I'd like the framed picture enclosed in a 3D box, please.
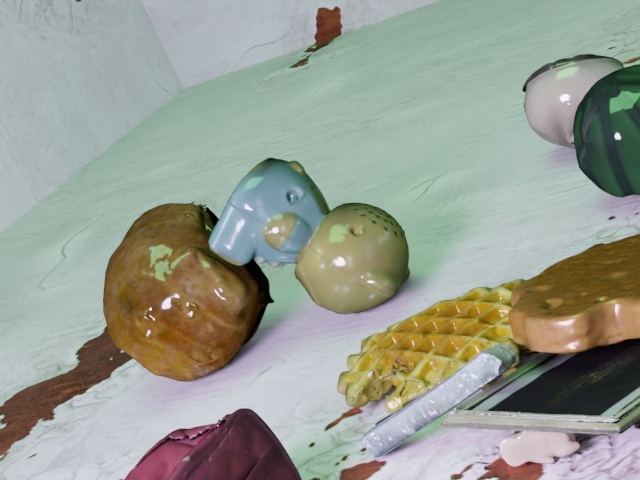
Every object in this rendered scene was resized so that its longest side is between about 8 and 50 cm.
[{"bbox_3d":[0.295,0.128,1.503,0.293,0.018,0.231,-25,12,-40],"label":"framed picture"}]

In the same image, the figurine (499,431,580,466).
[{"bbox_3d":[0.221,0.196,1.465,0.083,0.047,0.050,-17,3,21],"label":"figurine"}]

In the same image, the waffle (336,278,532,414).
[{"bbox_3d":[0.142,0.125,1.764,0.261,0.056,0.250,-24,17,13],"label":"waffle"}]

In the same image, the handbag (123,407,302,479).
[{"bbox_3d":[-0.125,0.282,1.520,0.135,0.146,0.225,-19,17,39],"label":"handbag"}]

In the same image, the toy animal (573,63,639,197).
[{"bbox_3d":[0.490,-0.189,1.969,0.338,0.191,0.216,-25,17,1],"label":"toy animal"}]

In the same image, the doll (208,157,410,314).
[{"bbox_3d":[0.000,0.000,2.042,0.161,0.261,0.177,-61,-7,11],"label":"doll"}]

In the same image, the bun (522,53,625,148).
[{"bbox_3d":[0.399,-0.201,2.250,0.173,0.120,0.173,-10,-18,-4],"label":"bun"}]

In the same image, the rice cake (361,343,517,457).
[{"bbox_3d":[0.125,0.169,1.569,0.211,0.034,0.043,-40,-9,34],"label":"rice cake"}]

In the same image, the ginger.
[{"bbox_3d":[-0.211,0.069,2.089,0.200,0.269,0.223,-47,-18,15],"label":"ginger"}]

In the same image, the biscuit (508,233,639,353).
[{"bbox_3d":[0.357,0.052,1.598,0.312,0.057,0.351,-16,9,12],"label":"biscuit"}]
